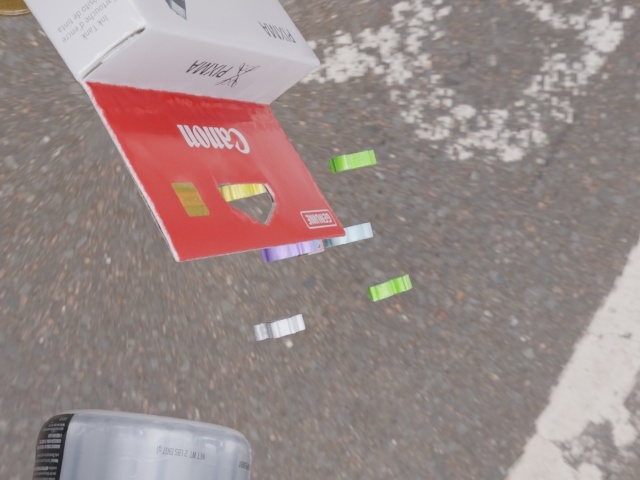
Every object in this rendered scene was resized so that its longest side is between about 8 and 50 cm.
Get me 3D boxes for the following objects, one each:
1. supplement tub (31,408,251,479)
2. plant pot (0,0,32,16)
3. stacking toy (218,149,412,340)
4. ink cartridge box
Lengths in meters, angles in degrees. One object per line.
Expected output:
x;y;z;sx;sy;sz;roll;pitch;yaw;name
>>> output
-0.168;0.315;1.119;0.194;0.193;0.316;8;75;-9;supplement tub
-0.308;-0.359;1.279;0.237;0.237;0.254;6;68;-9;plant pot
0.000;0.000;1.384;0.221;0.052;0.167;-16;92;-36;stacking toy
-0.077;-0.120;0.895;0.066;0.296;0.261;-36;81;19;ink cartridge box
